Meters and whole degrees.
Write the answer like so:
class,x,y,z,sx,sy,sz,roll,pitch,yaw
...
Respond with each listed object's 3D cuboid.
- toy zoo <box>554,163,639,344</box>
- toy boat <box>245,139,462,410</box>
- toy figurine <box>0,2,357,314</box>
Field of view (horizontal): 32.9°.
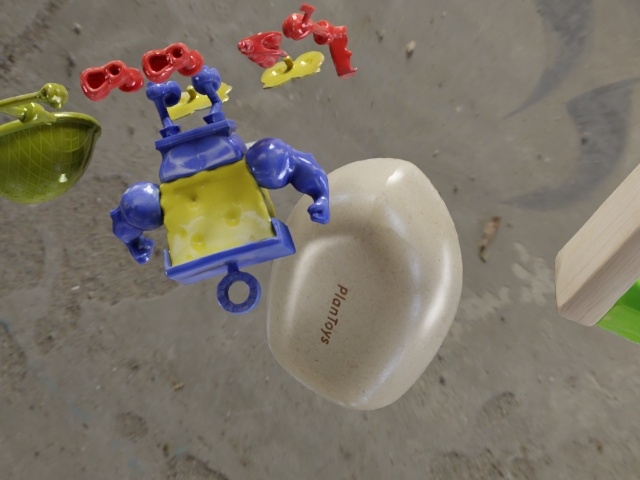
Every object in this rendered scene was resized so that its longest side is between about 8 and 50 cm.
class,x,y,z,sx,sy,sz,roll,pitch,yaw
toy zoo,0.252,0.012,0.346,0.293,0.030,0.192,23,134,-12
toy boat,0.000,0.000,1.079,0.318,0.148,0.267,35,124,17
toy figurine,-0.124,-0.033,0.917,0.363,0.191,0.217,-17,87,4
